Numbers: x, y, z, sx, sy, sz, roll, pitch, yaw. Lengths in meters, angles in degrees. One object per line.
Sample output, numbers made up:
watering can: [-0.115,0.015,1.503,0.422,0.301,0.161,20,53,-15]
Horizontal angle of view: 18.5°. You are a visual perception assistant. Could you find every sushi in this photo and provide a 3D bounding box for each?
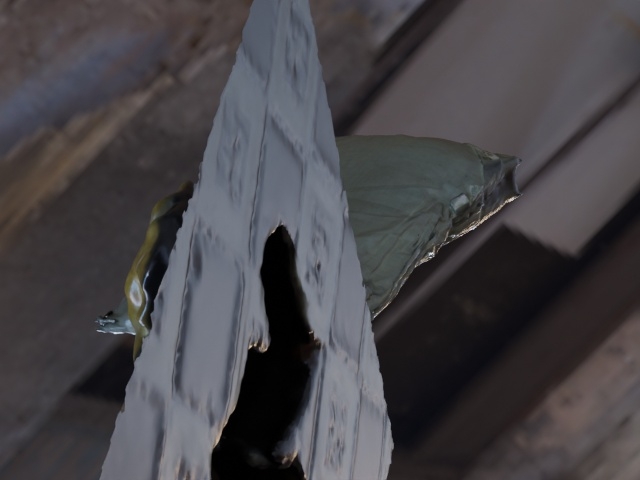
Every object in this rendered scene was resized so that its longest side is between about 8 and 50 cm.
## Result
sushi: [-0.044,0.087,0.686,0.292,0.059,0.294,78,-159,-45]

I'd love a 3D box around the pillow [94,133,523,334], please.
pillow: [0.000,0.000,1.086,0.229,0.148,0.050,-40,-54,-48]
